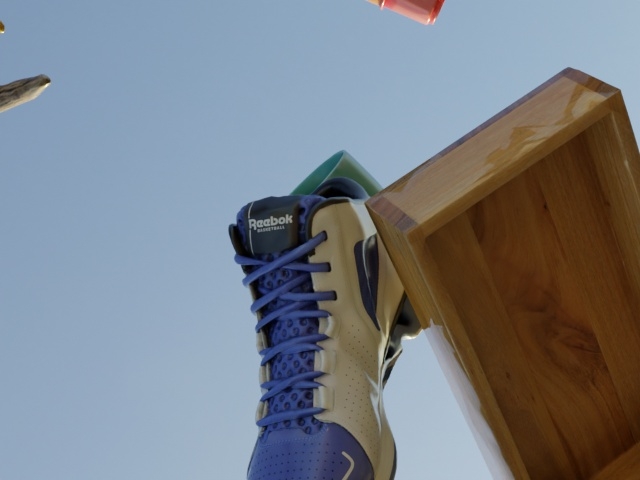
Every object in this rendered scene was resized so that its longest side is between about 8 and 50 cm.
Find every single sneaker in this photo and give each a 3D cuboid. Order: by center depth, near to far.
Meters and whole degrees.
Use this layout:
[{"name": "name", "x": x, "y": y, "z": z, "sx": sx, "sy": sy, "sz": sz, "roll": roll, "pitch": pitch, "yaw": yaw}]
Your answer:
[{"name": "sneaker", "x": -0.015, "y": 0.067, "z": 1.039, "sx": 0.182, "sy": 0.127, "sz": 0.315, "roll": 51, "pitch": -138, "yaw": -33}]

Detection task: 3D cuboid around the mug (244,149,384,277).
[{"name": "mug", "x": 0.004, "y": -0.006, "z": 1.369, "sx": 0.097, "sy": 0.158, "sz": 0.129, "roll": 44, "pitch": -161, "yaw": -9}]

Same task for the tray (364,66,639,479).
[{"name": "tray", "x": 0.204, "y": 0.080, "z": 1.119, "sx": 0.203, "sy": 0.076, "sz": 0.411, "roll": -34, "pitch": -55, "yaw": -11}]

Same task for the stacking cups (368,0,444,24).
[{"name": "stacking cups", "x": 0.004, "y": -0.350, "z": 1.551, "sx": 0.096, "sy": 0.316, "sz": 0.096, "roll": 22, "pitch": -90, "yaw": -89}]

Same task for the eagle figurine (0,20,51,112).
[{"name": "eagle figurine", "x": -0.331, "y": -0.207, "z": 1.020, "sx": 0.225, "sy": 0.226, "sz": 0.298, "roll": 82, "pitch": 172, "yaw": -81}]
